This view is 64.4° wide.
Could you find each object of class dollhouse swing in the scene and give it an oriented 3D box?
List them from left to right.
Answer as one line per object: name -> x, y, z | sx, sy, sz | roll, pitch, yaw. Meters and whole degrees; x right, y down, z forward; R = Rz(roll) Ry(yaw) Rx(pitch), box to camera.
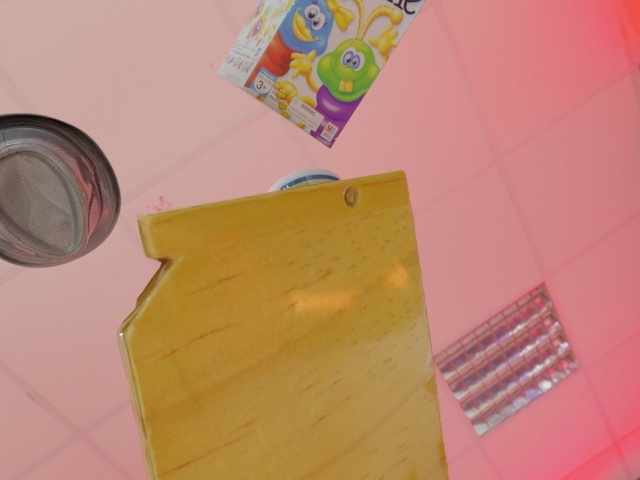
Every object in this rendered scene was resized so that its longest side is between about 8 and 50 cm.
dollhouse swing -> -0.052, 0.126, 0.515 | 0.315, 0.305, 0.347 | -14, -82, -33

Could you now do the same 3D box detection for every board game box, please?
board game box -> 0.011, -0.282, 0.640 | 0.142, 0.144, 0.275 | 28, -80, -33

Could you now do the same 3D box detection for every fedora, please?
fedora -> -0.441, -0.061, 0.806 | 0.243, 0.124, 0.276 | -24, -59, -21

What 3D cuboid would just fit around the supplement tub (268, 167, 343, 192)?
supplement tub -> 0.000, 0.000, 0.812 | 0.144, 0.200, 0.144 | -14, -31, -9
